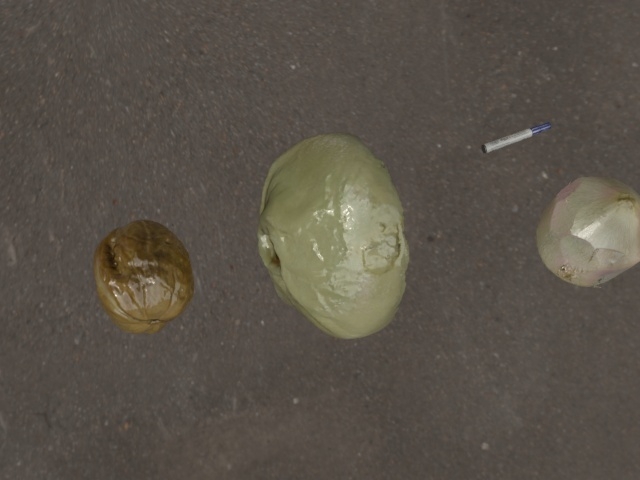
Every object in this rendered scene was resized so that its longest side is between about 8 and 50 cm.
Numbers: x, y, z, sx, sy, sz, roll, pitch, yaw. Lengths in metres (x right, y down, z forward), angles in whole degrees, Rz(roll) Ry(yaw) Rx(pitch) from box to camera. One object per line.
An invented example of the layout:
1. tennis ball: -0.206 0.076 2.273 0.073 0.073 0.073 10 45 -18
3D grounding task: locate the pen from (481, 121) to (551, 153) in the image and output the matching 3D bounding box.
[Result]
1. pen: 0.507 -0.267 1.817 0.204 0.025 0.025 -21 116 -14

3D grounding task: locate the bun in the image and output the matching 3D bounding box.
1. bun: -0.003 -0.001 1.220 0.202 0.364 0.364 -14 115 -18

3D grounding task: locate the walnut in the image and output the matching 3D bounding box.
1. walnut: -0.278 0.051 1.096 0.155 0.184 0.155 -17 148 -11

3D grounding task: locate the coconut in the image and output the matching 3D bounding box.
1. coconut: 0.430 -0.016 1.098 0.170 0.183 0.171 2 69 -5
